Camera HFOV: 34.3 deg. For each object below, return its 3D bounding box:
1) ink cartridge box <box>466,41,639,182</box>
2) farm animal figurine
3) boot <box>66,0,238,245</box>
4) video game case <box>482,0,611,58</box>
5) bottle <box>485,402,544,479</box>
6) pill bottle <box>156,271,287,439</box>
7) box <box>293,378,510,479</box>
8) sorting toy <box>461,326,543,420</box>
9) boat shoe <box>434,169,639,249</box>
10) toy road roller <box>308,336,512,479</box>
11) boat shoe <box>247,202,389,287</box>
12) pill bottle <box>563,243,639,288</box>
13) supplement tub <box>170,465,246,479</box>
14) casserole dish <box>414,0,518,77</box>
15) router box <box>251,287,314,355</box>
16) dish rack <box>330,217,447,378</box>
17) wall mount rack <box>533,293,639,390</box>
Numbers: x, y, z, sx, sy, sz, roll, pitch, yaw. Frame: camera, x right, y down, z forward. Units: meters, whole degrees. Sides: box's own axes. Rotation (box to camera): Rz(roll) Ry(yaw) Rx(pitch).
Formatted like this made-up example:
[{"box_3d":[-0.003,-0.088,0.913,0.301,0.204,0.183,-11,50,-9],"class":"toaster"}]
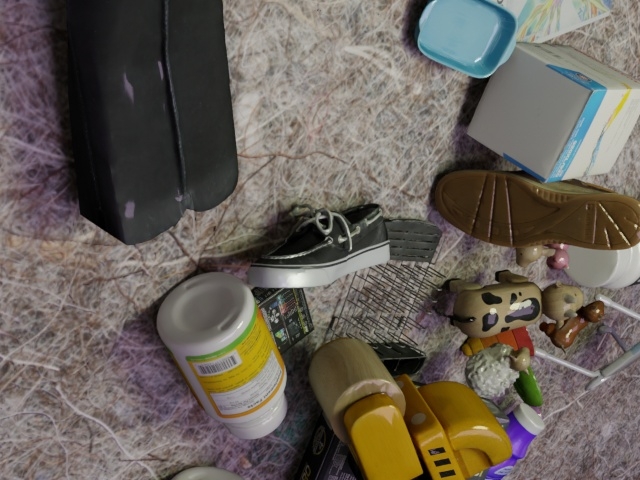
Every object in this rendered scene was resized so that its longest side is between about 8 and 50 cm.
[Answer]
[{"box_3d":[0.392,-0.212,1.692,0.232,0.171,0.168,-10,130,-49],"class":"ink cartridge box"},{"box_3d":[0.364,0.081,1.822,0.327,0.172,0.330,-27,105,-12],"class":"farm animal figurine"},{"box_3d":[-0.124,-0.248,1.191,0.367,0.146,0.445,-20,125,-26],"class":"boot"},{"box_3d":[0.369,-0.462,1.645,0.329,0.036,0.300,-26,131,-33],"class":"video game case"},{"box_3d":[0.319,0.436,2.033,0.283,0.092,0.118,-48,148,17],"class":"bottle"},{"box_3d":[-0.127,0.172,1.464,0.136,0.136,0.246,-40,137,-20],"class":"pill bottle"},{"box_3d":[0.116,0.437,1.815,0.318,0.097,0.395,16,103,-20],"class":"box"},{"box_3d":[0.361,0.279,2.074,0.126,0.127,0.365,-22,131,-4],"class":"sorting toy"},{"box_3d":[0.364,-0.060,1.717,0.123,0.342,0.123,-49,143,-68],"class":"boat shoe"},{"box_3d":[0.147,0.282,1.603,0.240,0.202,0.329,-27,119,-5],"class":"toy road roller"},{"box_3d":[0.004,0.000,1.496,0.306,0.113,0.105,-14,104,-48],"class":"boat shoe"},{"box_3d":[0.620,0.013,2.103,0.283,0.161,0.161,-7,119,-42],"class":"pill bottle"},{"box_3d":[-0.182,0.465,1.587,0.144,0.144,0.200,-5,118,-44],"class":"supplement tub"},{"box_3d":[0.214,-0.316,1.553,0.188,0.037,0.114,15,111,-35],"class":"casserole dish"},{"box_3d":[-0.065,0.113,1.566,0.092,0.038,0.122,-36,135,-25],"class":"router box"},{"box_3d":[0.123,0.096,1.719,0.208,0.074,0.271,3,111,-47],"class":"dish rack"},{"box_3d":[0.629,0.194,2.199,0.304,0.130,0.350,-12,151,-45],"class":"wall mount rack"}]
